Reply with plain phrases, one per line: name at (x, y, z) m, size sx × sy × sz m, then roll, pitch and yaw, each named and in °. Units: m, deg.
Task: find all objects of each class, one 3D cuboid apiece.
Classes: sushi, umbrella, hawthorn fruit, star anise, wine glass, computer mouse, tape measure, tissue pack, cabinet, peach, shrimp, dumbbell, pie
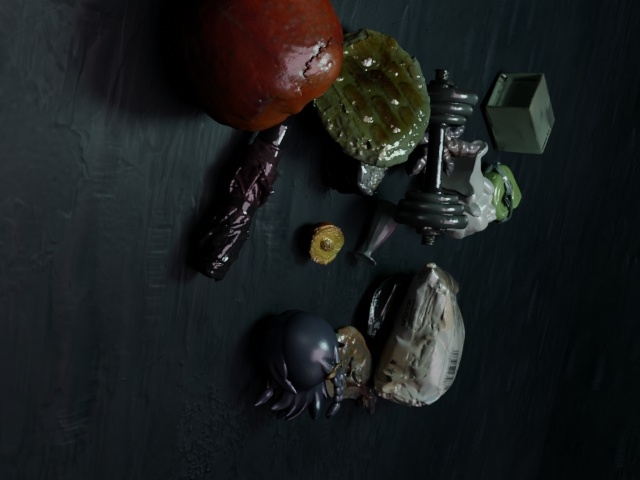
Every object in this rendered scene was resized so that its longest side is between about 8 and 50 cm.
sushi at (0.091, -0.205, 1.466) m, size 0.212 × 0.115 × 0.147 m, roll -62°, pitch 145°, yaw -18°
umbrella at (-0.142, -0.081, 1.231) m, size 0.090 × 0.094 × 0.326 m, roll 26°, pitch 81°, yaw -9°
hawthorn fruit at (-0.105, -0.338, 1.054) m, size 0.276 × 0.276 × 0.307 m, roll -39°, pitch 113°, yaw -38°
star anise at (0.295, -0.253, 1.694) m, size 0.236 × 0.093 × 0.229 m, roll 19°, pitch 84°, yaw -21°
wine glass at (0.143, -0.017, 1.641) m, size 0.073 × 0.073 × 0.155 m, roll 44°, pitch 69°, yaw -50°
computer mouse at (0.161, 0.159, 1.735) m, size 0.192 × 0.062 × 0.106 m, roll -57°, pitch 154°, yaw -15°
tape measure at (0.561, -0.147, 2.109) m, size 0.175 × 0.106 × 0.200 m, roll -60°, pitch 140°, yaw -23°
tissue pack at (0.296, 0.256, 1.816) m, size 0.390 × 0.195 × 0.375 m, roll 27°, pitch 79°, yaw -69°
cabinet at (0.609, -0.390, 2.044) m, size 0.145 × 0.150 × 0.206 m, roll -63°, pitch 142°, yaw -22°
peach at (0.001, 0.001, 1.469) m, size 0.098 × 0.061 × 0.098 m, roll -13°, pitch 118°, yaw -26°
shrimp at (0.078, 0.357, 1.707) m, size 0.164 × 0.062 × 0.317 m, roll -41°, pitch 129°, yaw -31°
dumbbell at (0.266, -0.190, 1.552) m, size 0.179 × 0.179 × 0.406 m, roll -5°, pitch 101°, yaw -52°
pie at (0.106, -0.300, 1.369) m, size 0.306 × 0.071 × 0.306 m, roll 9°, pitch 70°, yaw -26°

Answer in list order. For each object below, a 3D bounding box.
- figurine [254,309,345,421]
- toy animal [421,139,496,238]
figurine at (-0.040, 0.275, 1.440) m, size 0.175 × 0.197 × 0.265 m, roll -89°, pitch 161°, yaw -51°
toy animal at (0.376, -0.117, 1.830) m, size 0.249 × 0.174 × 0.289 m, roll -51°, pitch 138°, yaw -46°
